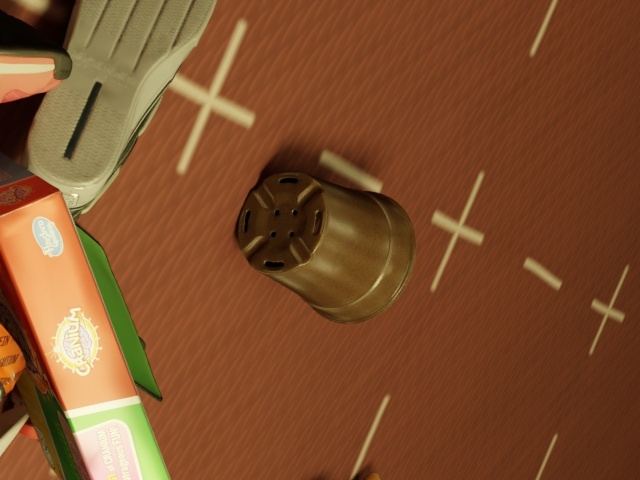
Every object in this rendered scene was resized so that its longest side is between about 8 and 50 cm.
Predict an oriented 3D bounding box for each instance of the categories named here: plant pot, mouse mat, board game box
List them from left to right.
[{"bbox_3d":[-0.233,0.088,1.545,0.064,0.242,0.316,-24,110,-17],"label":"board game box"},{"bbox_3d":[-0.211,0.063,1.739,0.007,0.189,0.152,-27,158,5],"label":"mouse mat"},{"bbox_3d":[0.000,0.000,2.062,0.165,0.167,0.167,25,88,-54],"label":"plant pot"}]

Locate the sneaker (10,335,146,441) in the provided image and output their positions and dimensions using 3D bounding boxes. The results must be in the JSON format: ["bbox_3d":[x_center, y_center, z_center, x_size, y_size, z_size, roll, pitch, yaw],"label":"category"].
[{"bbox_3d":[-0.273,0.124,1.756,0.145,0.090,0.270,-66,154,-11],"label":"sneaker"}]

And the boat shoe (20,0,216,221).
[{"bbox_3d":[-0.204,-0.157,1.662,0.335,0.121,0.119,-63,-171,-32],"label":"boat shoe"}]

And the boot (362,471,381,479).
[{"bbox_3d":[0.038,0.374,2.467,0.152,0.073,0.197,-42,154,-35],"label":"boot"}]

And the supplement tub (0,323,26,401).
[{"bbox_3d":[-0.410,0.184,1.456,0.338,0.207,0.207,-54,148,-24],"label":"supplement tub"}]

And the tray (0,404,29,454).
[{"bbox_3d":[-0.372,0.251,1.657,0.145,0.030,0.270,-51,178,36],"label":"tray"}]

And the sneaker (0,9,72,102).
[{"bbox_3d":[-0.349,-0.122,1.472,0.314,0.116,0.136,-13,131,-47],"label":"sneaker"}]
